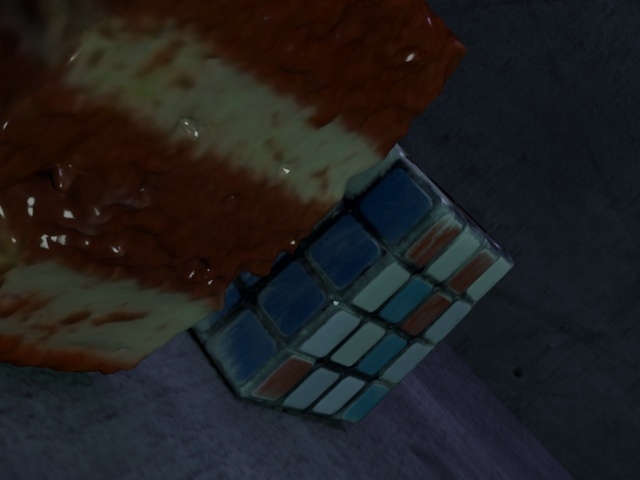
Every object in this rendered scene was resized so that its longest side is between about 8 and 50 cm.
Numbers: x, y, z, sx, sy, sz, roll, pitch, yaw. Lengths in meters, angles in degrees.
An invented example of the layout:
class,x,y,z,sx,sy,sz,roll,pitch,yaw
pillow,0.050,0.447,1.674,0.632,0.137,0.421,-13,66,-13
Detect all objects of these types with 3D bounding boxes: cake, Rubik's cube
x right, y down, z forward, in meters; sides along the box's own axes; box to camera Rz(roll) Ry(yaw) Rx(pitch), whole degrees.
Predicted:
class,x,y,z,sx,sy,sz,roll,pitch,yaw
cake,-0.137,-0.109,0.529,0.269,0.319,0.270,51,14,26
Rubik's cube,0.000,0.000,0.945,0.256,0.259,0.253,50,7,28
